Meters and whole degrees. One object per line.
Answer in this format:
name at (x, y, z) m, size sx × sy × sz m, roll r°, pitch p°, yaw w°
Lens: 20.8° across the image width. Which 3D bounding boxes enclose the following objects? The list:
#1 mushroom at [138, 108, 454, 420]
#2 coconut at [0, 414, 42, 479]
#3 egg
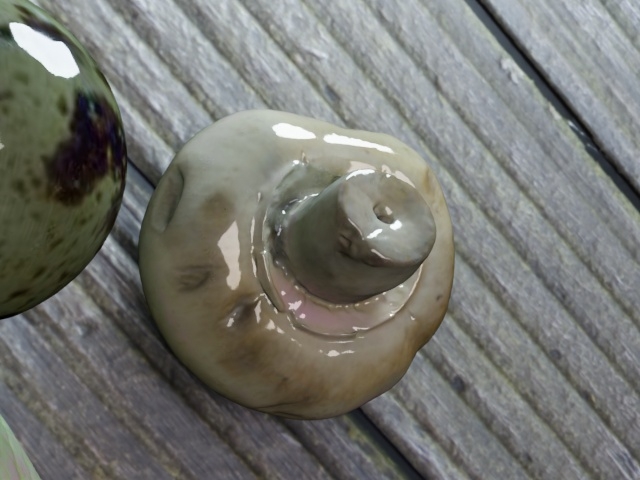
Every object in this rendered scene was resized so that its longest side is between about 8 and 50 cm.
mushroom at (-0.006, 0.001, 1.882) m, size 0.353 × 0.353 × 0.325 m, roll 49°, pitch 34°, yaw -13°
coconut at (-0.374, 0.266, 1.700) m, size 0.205 × 0.236 × 0.235 m, roll -25°, pitch 95°, yaw 4°
egg at (-0.397, -0.089, 1.657) m, size 0.428 × 0.345 × 0.345 m, roll 8°, pitch 79°, yaw -17°
